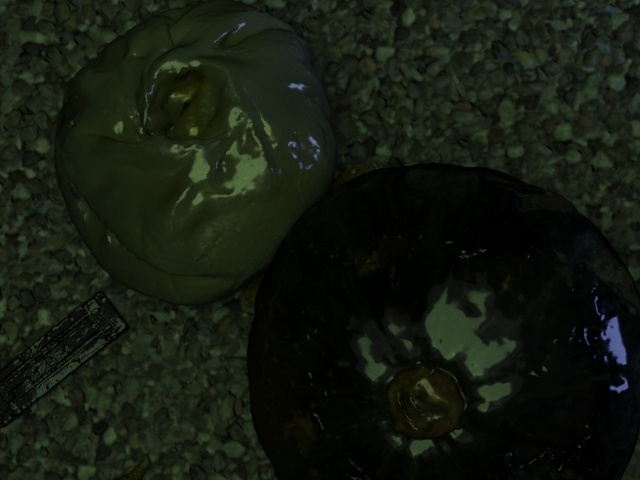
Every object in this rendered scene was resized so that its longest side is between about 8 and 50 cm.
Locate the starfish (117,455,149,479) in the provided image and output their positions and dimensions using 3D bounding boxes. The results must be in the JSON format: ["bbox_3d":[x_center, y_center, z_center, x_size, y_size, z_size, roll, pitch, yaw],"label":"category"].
[{"bbox_3d":[-0.295,0.426,1.812,0.347,0.078,0.357,12,87,12],"label":"starfish"}]

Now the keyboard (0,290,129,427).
[{"bbox_3d":[-0.333,0.147,1.868,0.204,0.013,0.061,-38,80,4],"label":"keyboard"}]

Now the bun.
[{"bbox_3d":[-0.159,-0.109,1.745,0.365,0.219,0.365,-6,76,23],"label":"bun"}]

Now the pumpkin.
[{"bbox_3d":[0.135,0.136,1.632,0.454,0.344,0.454,0,94,4],"label":"pumpkin"}]

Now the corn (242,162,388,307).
[{"bbox_3d":[0.000,0.000,1.801,0.080,0.080,0.238,42,91,10],"label":"corn"}]
